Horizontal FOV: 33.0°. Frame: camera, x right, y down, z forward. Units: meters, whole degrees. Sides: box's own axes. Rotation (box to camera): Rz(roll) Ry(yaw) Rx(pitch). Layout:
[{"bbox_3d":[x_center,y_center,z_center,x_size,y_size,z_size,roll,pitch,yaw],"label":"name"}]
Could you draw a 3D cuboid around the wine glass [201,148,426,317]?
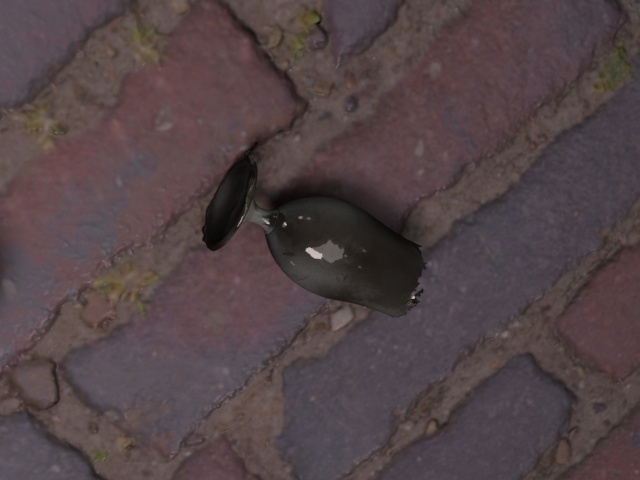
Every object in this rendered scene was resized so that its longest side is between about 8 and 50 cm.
[{"bbox_3d":[0.000,0.000,1.069,0.222,0.103,0.103,24,97,-26],"label":"wine glass"}]
